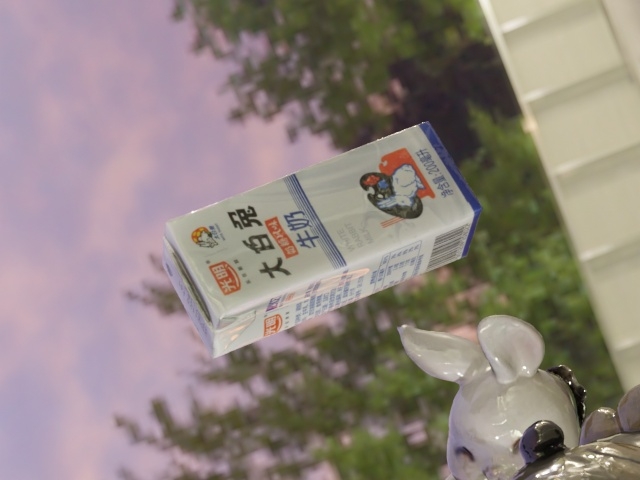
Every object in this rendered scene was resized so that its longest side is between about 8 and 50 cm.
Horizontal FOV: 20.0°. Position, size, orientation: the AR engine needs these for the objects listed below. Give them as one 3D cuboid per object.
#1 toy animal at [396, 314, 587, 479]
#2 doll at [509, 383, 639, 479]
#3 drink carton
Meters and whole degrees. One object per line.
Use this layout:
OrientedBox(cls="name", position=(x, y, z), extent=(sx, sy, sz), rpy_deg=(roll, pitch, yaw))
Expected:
OrientedBox(cls="toy animal", position=(0.200, 0.222, 1.961), extent=(0.154, 0.208, 0.325), rpy_deg=(-32, -75, -43))
OrientedBox(cls="doll", position=(0.281, 0.301, 1.434), extent=(0.378, 0.252, 0.382), rpy_deg=(43, -152, 8))
OrientedBox(cls="drink carton", position=(0.000, 0.000, 1.897), extent=(0.130, 0.315, 0.106), rpy_deg=(59, 160, 25))
